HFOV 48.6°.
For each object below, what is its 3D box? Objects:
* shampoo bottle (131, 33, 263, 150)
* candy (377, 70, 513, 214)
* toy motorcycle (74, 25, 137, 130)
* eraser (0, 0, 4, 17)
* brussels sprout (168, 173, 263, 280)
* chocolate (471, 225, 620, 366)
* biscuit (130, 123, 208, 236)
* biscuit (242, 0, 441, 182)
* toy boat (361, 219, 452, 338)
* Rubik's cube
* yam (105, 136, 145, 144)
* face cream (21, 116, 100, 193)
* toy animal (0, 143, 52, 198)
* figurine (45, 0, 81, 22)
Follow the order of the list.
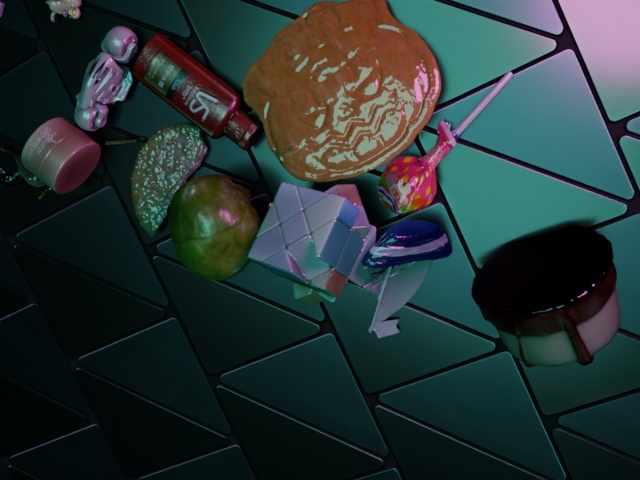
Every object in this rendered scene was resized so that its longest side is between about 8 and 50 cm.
[{"bbox_3d":[-0.268,-0.319,1.565,0.314,0.076,0.118,39,104,5],"label":"shampoo bottle"},{"bbox_3d":[0.260,-0.200,1.443,0.124,0.124,0.365,42,101,4],"label":"candy"},{"bbox_3d":[-0.491,-0.363,1.601,0.112,0.112,0.254,31,107,7],"label":"toy motorcycle"},{"bbox_3d":[-0.794,-0.565,1.688,0.083,0.019,0.038,27,106,9],"label":"eraser"},{"bbox_3d":[-0.226,-0.032,1.531,0.243,0.244,0.244,3,102,15],"label":"brussels sprout"},{"bbox_3d":[0.453,0.127,1.385,0.283,0.284,0.186,-20,117,18],"label":"chocolate"},{"bbox_3d":[-0.368,-0.161,1.646,0.141,0.038,0.290,36,107,6],"label":"biscuit"},{"bbox_3d":[0.041,-0.311,1.459,0.385,0.062,0.365,-34,81,15],"label":"biscuit"},{"bbox_3d":[0.151,0.081,1.487,0.292,0.210,0.070,-57,41,18],"label":"toy boat"},{"bbox_3d":[0.000,0.000,1.485,0.224,0.213,0.266,19,80,39],"label":"Rubik's cube"},{"bbox_3d":[-0.460,-0.235,1.668,0.107,0.014,0.014,-3,101,16],"label":"yam"},{"bbox_3d":[-0.599,-0.196,1.643,0.104,0.149,0.149,38,108,6],"label":"face cream"},{"bbox_3d":[-0.704,-0.162,1.725,0.202,0.070,0.105,19,87,15],"label":"toy animal"},{"bbox_3d":[-0.584,-0.531,1.629,0.083,0.047,0.051,-4,116,9],"label":"figurine"}]
